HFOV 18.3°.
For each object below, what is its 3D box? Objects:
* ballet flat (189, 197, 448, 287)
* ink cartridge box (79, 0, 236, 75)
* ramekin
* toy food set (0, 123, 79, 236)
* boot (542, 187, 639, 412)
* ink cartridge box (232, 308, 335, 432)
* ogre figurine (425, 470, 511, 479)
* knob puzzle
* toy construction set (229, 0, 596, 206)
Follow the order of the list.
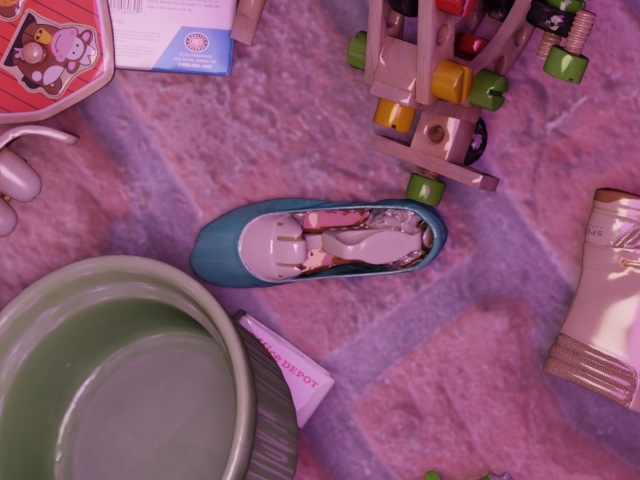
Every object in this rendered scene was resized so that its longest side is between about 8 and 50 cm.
[{"bbox_3d":[0.000,0.000,1.866,0.247,0.087,0.083,-6,96,-6],"label":"ballet flat"},{"bbox_3d":[-0.146,-0.251,1.830,0.139,0.082,0.191,4,93,-6],"label":"ink cartridge box"},{"bbox_3d":[-0.167,0.177,1.769,0.303,0.148,0.303,-9,69,23],"label":"ramekin"},{"bbox_3d":[-0.312,0.025,1.765,0.092,0.220,0.306,36,90,-8],"label":"toy food set"},{"bbox_3d":[0.360,0.079,1.910,0.262,0.095,0.203,17,92,-6],"label":"boot"},{"bbox_3d":[-0.073,0.156,1.882,0.109,0.063,0.150,36,90,-7],"label":"ink cartridge box"},{"bbox_3d":[0.122,0.291,1.906,0.197,0.097,0.118,-7,114,9],"label":"ogre figurine"},{"bbox_3d":[-0.273,-0.191,1.784,0.213,0.030,0.213,0,94,7],"label":"knob puzzle"},{"bbox_3d":[0.068,-0.157,1.803,0.308,0.257,0.237,20,105,1],"label":"toy construction set"}]
